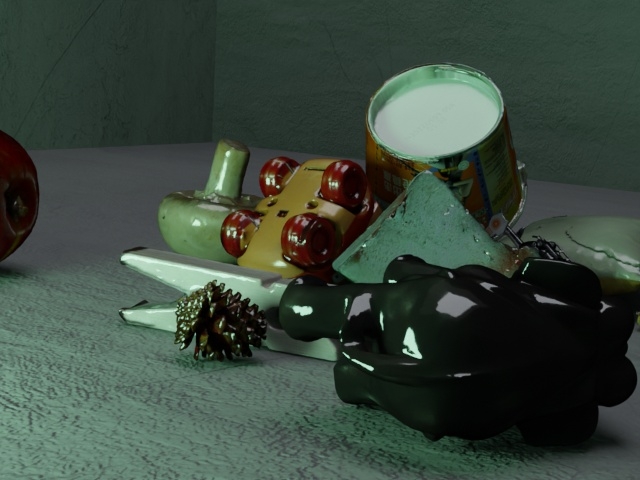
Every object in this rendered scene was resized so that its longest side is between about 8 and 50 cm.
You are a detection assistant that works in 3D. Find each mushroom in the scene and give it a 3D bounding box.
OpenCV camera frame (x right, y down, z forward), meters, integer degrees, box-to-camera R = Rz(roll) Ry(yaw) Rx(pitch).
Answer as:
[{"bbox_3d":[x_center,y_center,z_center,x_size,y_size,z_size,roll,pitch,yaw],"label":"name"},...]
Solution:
[{"bbox_3d":[-0.170,-0.065,2.095,0.207,0.215,0.207,11,9,-2],"label":"mushroom"}]

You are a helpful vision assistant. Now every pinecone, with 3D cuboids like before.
[{"bbox_3d":[-0.118,0.095,1.456,0.109,0.102,0.102,1,9,-12],"label":"pinecone"}]

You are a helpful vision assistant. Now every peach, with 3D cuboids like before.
[{"bbox_3d":[-0.595,-0.044,1.900,0.362,0.201,0.257,-8,44,18],"label":"peach"}]

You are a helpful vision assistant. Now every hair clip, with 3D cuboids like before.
[{"bbox_3d":[-0.107,0.079,1.574,0.331,0.101,0.085,8,6,23],"label":"hair clip"}]

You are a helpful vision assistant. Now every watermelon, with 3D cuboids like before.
[{"bbox_3d":[0.185,-0.010,1.823,0.320,0.213,0.289,0,16,14],"label":"watermelon"}]

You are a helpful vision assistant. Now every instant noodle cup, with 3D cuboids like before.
[{"bbox_3d":[0.195,-0.142,2.044,0.296,0.214,0.296,-6,50,7],"label":"instant noodle cup"}]

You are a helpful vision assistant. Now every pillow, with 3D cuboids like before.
[{"bbox_3d":[0.419,0.024,1.983,0.312,0.119,0.310,1,9,30],"label":"pillow"}]

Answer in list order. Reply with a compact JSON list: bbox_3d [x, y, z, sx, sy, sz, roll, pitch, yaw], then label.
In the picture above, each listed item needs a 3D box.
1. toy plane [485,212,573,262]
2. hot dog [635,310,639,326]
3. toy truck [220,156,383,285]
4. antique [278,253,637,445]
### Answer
[{"bbox_3d":[0.316,0.023,1.855,0.053,0.078,0.197,16,28,-46],"label":"toy plane"},{"bbox_3d":[0.509,0.113,1.727,0.133,0.041,0.056,9,11,33],"label":"hot dog"},{"bbox_3d":[0.000,0.000,1.933,0.189,0.239,0.265,6,50,40],"label":"toy truck"},{"bbox_3d":[0.153,0.108,1.239,0.322,0.185,0.255,-5,5,-39],"label":"antique"}]
